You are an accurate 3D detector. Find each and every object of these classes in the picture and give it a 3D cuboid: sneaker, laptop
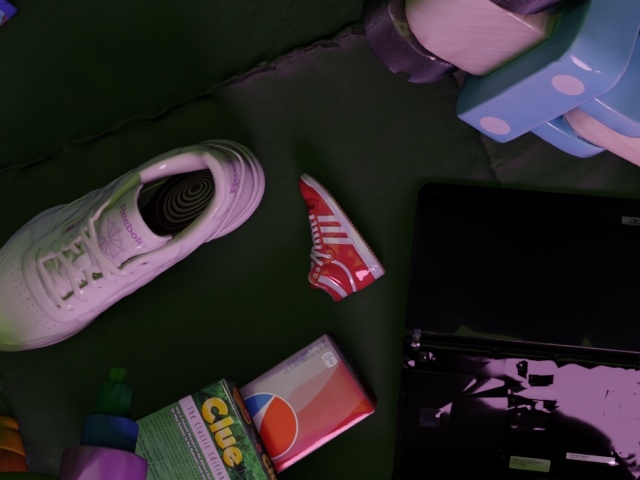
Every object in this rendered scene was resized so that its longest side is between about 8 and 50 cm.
[{"bbox_3d":[-0.197,-0.003,1.242,0.305,0.152,0.114,-33,88,5],"label":"sneaker"},{"bbox_3d":[0.192,0.102,1.273,0.234,0.136,0.264,5,114,6],"label":"laptop"},{"bbox_3d":[0.000,0.000,1.278,0.067,0.042,0.118,-36,88,0],"label":"sneaker"}]

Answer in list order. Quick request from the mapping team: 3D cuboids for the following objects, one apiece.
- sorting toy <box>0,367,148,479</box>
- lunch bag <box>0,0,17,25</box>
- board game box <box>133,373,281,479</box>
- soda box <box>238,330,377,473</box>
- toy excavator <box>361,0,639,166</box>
[{"bbox_3d":[-0.238,0.184,1.187,0.127,0.365,0.126,19,62,-26],"label":"sorting toy"},{"bbox_3d":[-0.424,-0.200,1.196,0.221,0.293,0.138,-42,85,3],"label":"lunch bag"},{"bbox_3d":[-0.081,0.258,1.179,0.136,0.030,0.260,-26,86,17],"label":"board game box"},{"bbox_3d":[-0.079,0.185,1.254,0.263,0.092,0.083,-33,87,3],"label":"soda box"},{"bbox_3d":[0.267,-0.131,1.165,0.445,0.222,0.433,27,66,-17],"label":"toy excavator"}]
